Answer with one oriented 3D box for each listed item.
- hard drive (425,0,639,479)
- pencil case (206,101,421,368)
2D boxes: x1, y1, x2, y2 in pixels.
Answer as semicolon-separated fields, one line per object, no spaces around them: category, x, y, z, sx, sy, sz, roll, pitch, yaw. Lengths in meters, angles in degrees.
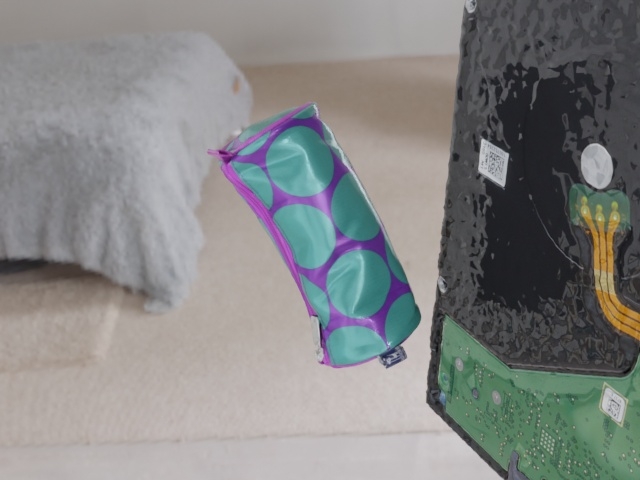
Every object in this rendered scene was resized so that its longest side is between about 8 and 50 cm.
hard drive;0.154;0.004;0.530;0.064;0.338;0.237;-12;31;-26
pencil case;0.000;0.000;0.590;0.070;0.151;0.064;-33;14;-24
